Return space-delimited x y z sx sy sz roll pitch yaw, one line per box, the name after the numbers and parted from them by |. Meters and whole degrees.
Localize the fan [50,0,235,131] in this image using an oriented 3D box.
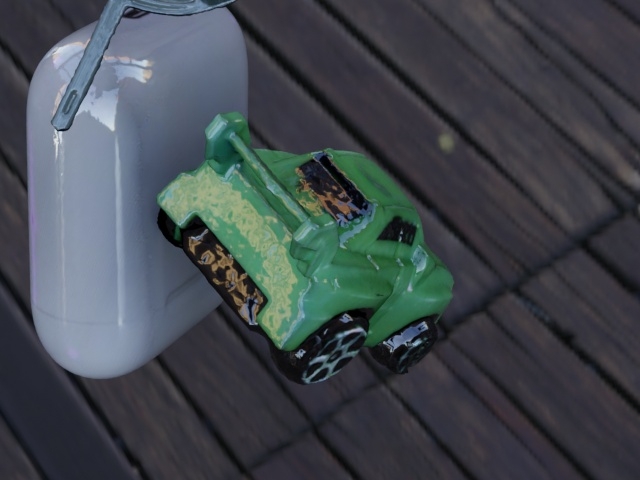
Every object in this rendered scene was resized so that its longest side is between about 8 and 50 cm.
-0.107 -0.238 1.432 0.223 0.012 0.294 -4 89 -6 | fan

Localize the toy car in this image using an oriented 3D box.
0.000 0.000 1.664 0.213 0.358 0.176 49 114 23 | toy car

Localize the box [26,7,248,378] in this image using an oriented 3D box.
-0.174 -0.057 1.788 0.141 0.349 0.288 12 27 22 | box
